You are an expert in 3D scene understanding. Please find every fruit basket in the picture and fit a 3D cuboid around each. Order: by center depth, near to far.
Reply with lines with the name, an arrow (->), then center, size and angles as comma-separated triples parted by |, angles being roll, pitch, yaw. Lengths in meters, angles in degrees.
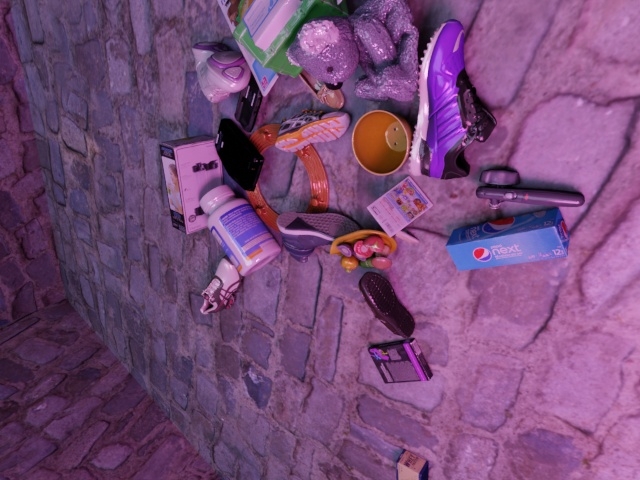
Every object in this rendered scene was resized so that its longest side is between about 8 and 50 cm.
fruit basket -> -0.108, -0.558, 0.870 | 0.327, 0.165, 0.352 | -35, 79, 37

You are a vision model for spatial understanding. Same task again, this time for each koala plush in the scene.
koala plush -> 0.050, -0.366, 0.759 | 0.196, 0.222, 0.203 | -121, 28, -69

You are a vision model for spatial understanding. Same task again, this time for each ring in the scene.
ring -> -0.116, -0.165, 1.167 | 0.337, 0.032, 0.336 | 19, 121, 34

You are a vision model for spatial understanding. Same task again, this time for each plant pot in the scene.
plant pot -> 0.149, -0.217, 0.867 | 0.134, 0.095, 0.134 | 18, 121, 33

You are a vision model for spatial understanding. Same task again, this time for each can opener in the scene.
can opener -> 0.386, -0.087, 0.752 | 0.186, 0.059, 0.073 | 17, 120, 35

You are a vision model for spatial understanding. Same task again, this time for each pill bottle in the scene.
pill bottle -> -0.259, -0.037, 1.269 | 0.272, 0.152, 0.152 | 55, 135, 7

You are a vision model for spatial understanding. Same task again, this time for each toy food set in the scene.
toy food set -> 0.117, 0.034, 0.991 | 0.128, 0.071, 0.218 | 30, 146, -33

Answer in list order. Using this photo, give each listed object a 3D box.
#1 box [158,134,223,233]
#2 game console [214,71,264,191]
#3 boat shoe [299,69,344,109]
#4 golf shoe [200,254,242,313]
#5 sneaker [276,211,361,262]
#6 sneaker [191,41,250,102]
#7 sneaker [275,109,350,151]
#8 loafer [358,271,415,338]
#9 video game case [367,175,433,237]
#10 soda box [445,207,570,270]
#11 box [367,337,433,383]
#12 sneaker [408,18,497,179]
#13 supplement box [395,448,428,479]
box -> -0.410, -0.186, 1.317 | 0.087, 0.169, 0.289 | 23, 125, 34
game console -> -0.206, -0.330, 1.131 | 0.213, 0.044, 0.361 | 50, 133, 29
boat shoe -> -0.005, -0.370, 0.957 | 0.153, 0.048, 0.056 | 54, 135, 7
golf shoe -> -0.371, 0.176, 1.494 | 0.105, 0.120, 0.272 | 38, 129, 23
sneaker -> 0.000, -0.002, 1.113 | 0.227, 0.086, 0.163 | 9, 146, 9
sneaker -> -0.259, -0.434, 1.080 | 0.305, 0.114, 0.152 | -129, 32, -46
sneaker -> -0.026, -0.288, 0.999 | 0.215, 0.084, 0.083 | -7, 72, 31
loafer -> 0.156, 0.171, 1.033 | 0.078, 0.080, 0.220 | -8, 124, 52
video game case -> 0.179, -0.077, 0.909 | 0.087, 0.122, 0.011 | 53, 177, 8
soda box -> 0.366, 0.002, 0.797 | 0.210, 0.067, 0.071 | -14, 117, 43
box -> 0.220, 0.341, 1.127 | 0.162, 0.029, 0.116 | -25, 93, 43
sneaker -> 0.263, -0.251, 0.759 | 0.146, 0.102, 0.293 | 19, 127, 28
supplement box -> 0.282, 0.707, 1.233 | 0.083, 0.056, 0.083 | 12, 118, 36
